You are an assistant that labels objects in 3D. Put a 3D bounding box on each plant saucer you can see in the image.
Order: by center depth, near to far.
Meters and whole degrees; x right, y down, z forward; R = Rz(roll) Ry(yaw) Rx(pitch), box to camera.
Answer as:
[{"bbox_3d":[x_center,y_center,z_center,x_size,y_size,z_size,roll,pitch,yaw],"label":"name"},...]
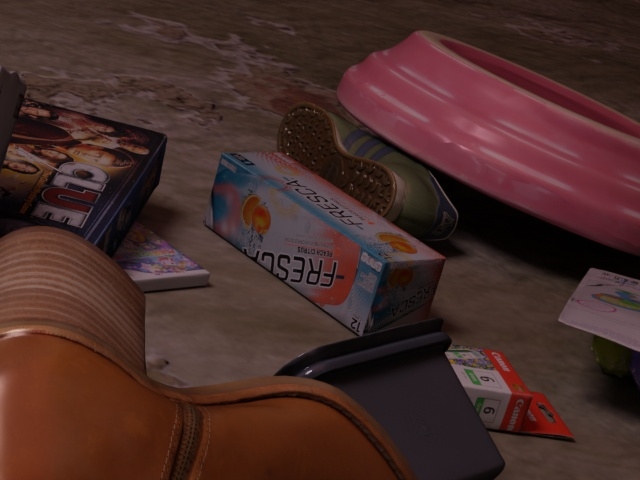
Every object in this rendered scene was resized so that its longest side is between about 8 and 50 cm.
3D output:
[{"bbox_3d":[0.178,-0.088,1.526,0.332,0.084,0.332,24,12,-6],"label":"plant saucer"}]

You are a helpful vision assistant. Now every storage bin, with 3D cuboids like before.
[{"bbox_3d":[0.027,0.111,0.967,0.135,0.098,0.091,-8,59,-50],"label":"storage bin"}]

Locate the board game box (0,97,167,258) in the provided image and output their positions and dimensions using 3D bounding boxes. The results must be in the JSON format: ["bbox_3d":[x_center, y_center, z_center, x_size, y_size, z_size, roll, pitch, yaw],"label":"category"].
[{"bbox_3d":[-0.205,-0.032,1.181,0.165,0.042,0.243,15,23,2],"label":"board game box"}]

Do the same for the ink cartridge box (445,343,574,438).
[{"bbox_3d":[0.103,0.092,1.147,0.115,0.029,0.063,10,21,-18],"label":"ink cartridge box"}]

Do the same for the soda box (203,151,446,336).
[{"bbox_3d":[0.000,0.000,1.267,0.063,0.058,0.183,-3,27,-43],"label":"soda box"}]

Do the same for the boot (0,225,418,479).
[{"bbox_3d":[-0.049,0.142,0.772,0.283,0.109,0.220,46,26,-34],"label":"boot"}]

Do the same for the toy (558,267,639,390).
[{"bbox_3d":[0.238,0.074,1.269,0.136,0.056,0.237,17,15,11],"label":"toy"}]

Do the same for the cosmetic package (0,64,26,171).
[{"bbox_3d":[-0.296,-0.093,1.050,0.231,0.086,0.117,19,-1,0],"label":"cosmetic package"}]

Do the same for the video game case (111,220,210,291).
[{"bbox_3d":[-0.144,0.002,1.215,0.087,0.011,0.122,-4,29,-46],"label":"video game case"}]

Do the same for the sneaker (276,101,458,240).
[{"bbox_3d":[0.039,-0.047,1.434,0.086,0.064,0.192,20,12,-33],"label":"sneaker"}]
